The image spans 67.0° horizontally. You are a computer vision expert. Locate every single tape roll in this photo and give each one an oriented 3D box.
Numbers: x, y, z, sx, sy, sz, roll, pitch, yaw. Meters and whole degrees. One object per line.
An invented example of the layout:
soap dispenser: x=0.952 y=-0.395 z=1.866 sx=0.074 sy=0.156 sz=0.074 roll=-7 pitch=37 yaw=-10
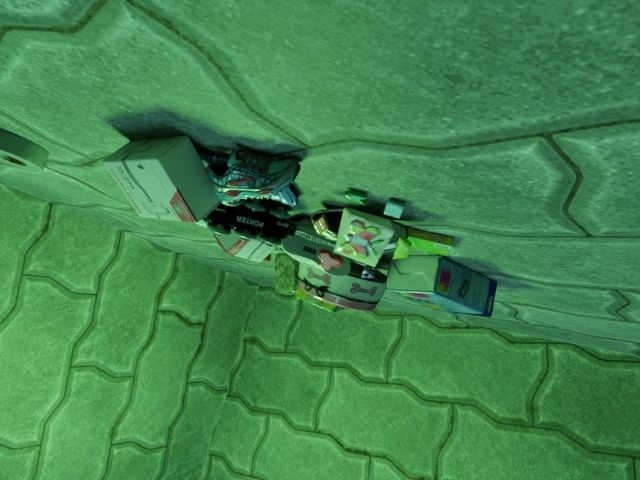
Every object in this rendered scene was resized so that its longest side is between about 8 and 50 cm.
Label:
tape roll: x=-1.115 y=-0.326 z=1.752 sx=0.219 sy=0.072 sz=0.219 roll=16 pitch=168 yaw=3

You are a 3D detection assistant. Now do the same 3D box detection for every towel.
towel: x=-0.240 y=-0.180 z=1.405 sx=0.335 sy=0.040 sz=0.243 roll=12 pitch=167 yaw=15

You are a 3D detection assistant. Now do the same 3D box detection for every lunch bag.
lunch bag: x=-0.062 y=0.163 z=2.348 sx=0.255 sy=0.213 sz=0.305 roll=2 pitch=175 yaw=-25

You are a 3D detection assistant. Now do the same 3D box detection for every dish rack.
dish rack: x=0.000 y=0.000 z=1.828 sx=0.332 sy=0.072 sz=0.285 roll=21 pitch=167 yaw=-24

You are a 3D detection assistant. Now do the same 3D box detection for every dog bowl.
dog bowl: x=0.087 y=0.172 z=2.045 sx=0.407 sy=0.151 sz=0.408 roll=17 pitch=-175 yaw=-2

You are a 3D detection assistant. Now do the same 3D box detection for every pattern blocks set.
pattern blocks set: x=0.118 y=-0.005 z=1.389 sx=0.285 sy=0.026 sz=0.325 roll=10 pitch=135 yaw=10

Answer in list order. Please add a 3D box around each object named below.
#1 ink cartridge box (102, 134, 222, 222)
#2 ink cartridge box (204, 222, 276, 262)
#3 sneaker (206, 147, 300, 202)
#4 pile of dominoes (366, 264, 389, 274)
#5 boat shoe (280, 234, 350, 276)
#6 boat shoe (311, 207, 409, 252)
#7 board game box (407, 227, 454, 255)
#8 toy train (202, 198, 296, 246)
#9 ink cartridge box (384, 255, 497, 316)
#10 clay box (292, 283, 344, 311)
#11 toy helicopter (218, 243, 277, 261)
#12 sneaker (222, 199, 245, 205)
ink cartridge box: x=-0.437 y=-0.166 z=1.335 sx=0.283 sy=0.117 sz=0.207 roll=5 pitch=133 yaw=39
ink cartridge box: x=-0.295 y=-0.024 z=1.788 sx=0.172 sy=0.100 sz=0.237 roll=50 pitch=-169 yaw=24
sneaker: x=-0.178 y=-0.171 z=1.203 sx=0.261 sy=0.104 sz=0.125 roll=-9 pitch=130 yaw=25
pile of dominoes: x=0.332 y=0.176 z=2.271 sx=0.195 sy=0.040 sz=0.251 roll=11 pitch=167 yaw=22
boat shoe: x=-0.022 y=0.056 z=1.730 sx=0.267 sy=0.096 sz=0.088 roll=20 pitch=171 yaw=-10
boat shoe: x=0.109 y=-0.033 z=1.451 sx=0.302 sy=0.113 sz=0.103 roll=7 pitch=166 yaw=28
board game box: x=0.284 y=-0.007 z=1.534 sx=0.259 sy=0.039 sz=0.124 roll=11 pitch=166 yaw=10
toy train: x=-0.247 y=-0.081 z=1.589 sx=0.333 sy=0.142 sz=0.190 roll=13 pitch=-167 yaw=-26
ink cartridge box: x=0.490 y=0.187 z=1.884 sx=0.395 sy=0.151 sz=0.270 roll=21 pitch=167 yaw=-31
clay box: x=-0.011 y=0.245 z=2.094 sx=0.222 sy=0.053 sz=0.127 roll=18 pitch=-175 yaw=23
toy helicopter: x=-0.295 y=0.007 z=2.099 sx=0.234 sy=0.140 sz=0.355 roll=10 pitch=177 yaw=6
sneaker: x=-0.267 y=-0.147 z=1.391 sx=0.076 sy=0.065 sz=0.166 roll=3 pitch=161 yaw=36
